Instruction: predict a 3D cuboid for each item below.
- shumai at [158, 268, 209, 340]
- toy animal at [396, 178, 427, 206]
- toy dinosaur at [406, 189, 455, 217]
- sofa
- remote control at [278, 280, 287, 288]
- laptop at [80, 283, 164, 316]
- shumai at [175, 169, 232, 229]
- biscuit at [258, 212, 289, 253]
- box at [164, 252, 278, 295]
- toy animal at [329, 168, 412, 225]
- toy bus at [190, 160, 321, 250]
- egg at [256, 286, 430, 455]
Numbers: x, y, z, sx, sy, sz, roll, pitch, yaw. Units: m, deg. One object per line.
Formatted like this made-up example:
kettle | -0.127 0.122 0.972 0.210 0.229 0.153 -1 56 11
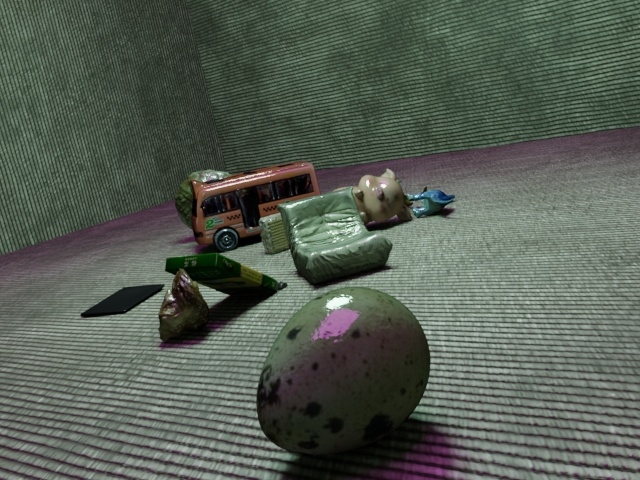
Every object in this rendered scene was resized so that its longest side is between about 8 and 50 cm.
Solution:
shumai | -0.275 0.122 1.320 0.105 0.123 0.139 -14 -18 -46
toy animal | 0.264 -0.157 2.195 0.219 0.095 0.155 -20 -7 32
toy dinosaur | 0.331 -0.114 2.015 0.145 0.076 0.329 -9 1 12
sofa | 0.031 -0.016 1.575 0.210 0.175 0.225 -14 11 -11
remote control | -0.120 0.103 1.553 0.091 0.016 0.034 -4 9 31
laptop | -0.498 0.153 1.709 0.135 0.016 0.197 -7 14 20
shumai | -0.377 -0.173 2.383 0.261 0.225 0.222 -37 24 36
biscuit | -0.069 -0.043 1.980 0.239 0.108 0.062 -20 16 -36
box | -0.207 0.076 1.441 0.132 0.034 0.235 -6 -19 26
toy animal | 0.130 -0.104 1.971 0.250 0.166 0.154 -18 4 -8
toy bus | -0.214 -0.120 2.191 0.427 0.232 0.203 -14 12 -13
egg | 0.024 0.153 0.773 0.228 0.177 0.177 -34 23 -35
